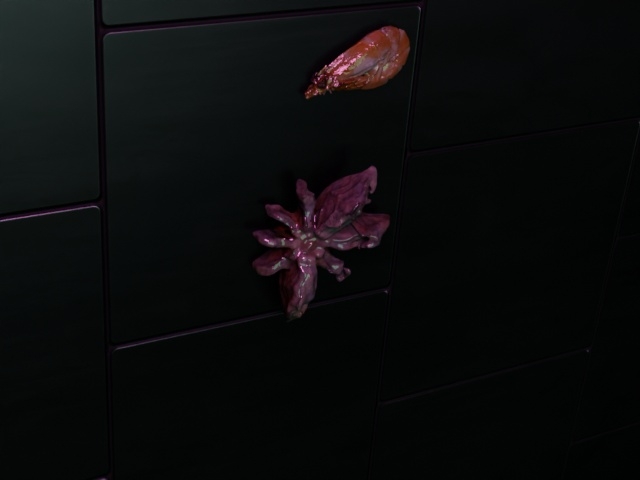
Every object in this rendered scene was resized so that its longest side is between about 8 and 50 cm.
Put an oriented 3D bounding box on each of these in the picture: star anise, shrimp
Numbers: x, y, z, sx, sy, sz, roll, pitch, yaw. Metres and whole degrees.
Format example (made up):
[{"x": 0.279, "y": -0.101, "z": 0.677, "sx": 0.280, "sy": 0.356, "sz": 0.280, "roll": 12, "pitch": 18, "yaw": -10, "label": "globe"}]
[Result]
[{"x": 0.004, "y": -0.003, "z": 1.691, "sx": 0.257, "sy": 0.110, "sz": 0.198, "roll": -37, "pitch": 130, "yaw": 1, "label": "star anise"}, {"x": 0.057, "y": -0.253, "z": 1.614, "sx": 0.184, "sy": 0.043, "sz": 0.091, "roll": -26, "pitch": 131, "yaw": -16, "label": "shrimp"}]
